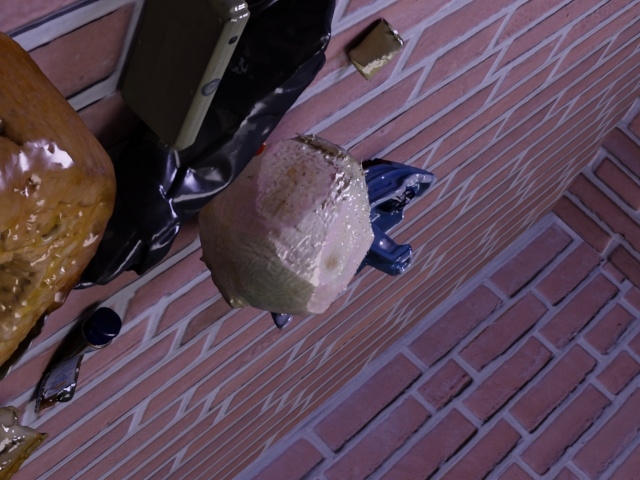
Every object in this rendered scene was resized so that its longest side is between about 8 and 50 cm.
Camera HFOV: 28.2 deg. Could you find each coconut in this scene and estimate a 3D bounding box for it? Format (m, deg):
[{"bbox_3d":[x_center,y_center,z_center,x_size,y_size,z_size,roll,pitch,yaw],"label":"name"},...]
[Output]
[{"bbox_3d":[-0.039,-0.008,1.336,0.194,0.194,0.194,-43,167,-13],"label":"coconut"}]

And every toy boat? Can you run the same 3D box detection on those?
[{"bbox_3d":[0.044,0.006,1.699,0.309,0.142,0.129,-43,157,-19],"label":"toy boat"}]

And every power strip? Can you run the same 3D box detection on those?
[{"bbox_3d":[-0.101,-0.143,0.942,0.028,0.076,0.169,-32,162,-40],"label":"power strip"}]

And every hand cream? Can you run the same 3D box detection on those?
[{"bbox_3d":[-0.261,0.128,1.372,0.062,0.039,0.163,-34,168,-50],"label":"hand cream"}]

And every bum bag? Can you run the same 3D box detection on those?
[{"bbox_3d":[-0.105,-0.083,1.059,0.340,0.095,0.144,-46,-163,6],"label":"bum bag"}]

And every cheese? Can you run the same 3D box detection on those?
[{"bbox_3d":[0.059,-0.204,1.348,0.060,0.041,0.084,-40,-177,6],"label":"cheese"}]

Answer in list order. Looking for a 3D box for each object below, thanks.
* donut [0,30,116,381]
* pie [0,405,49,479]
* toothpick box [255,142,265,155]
[{"bbox_3d":[-0.266,0.017,0.755,0.299,0.150,0.317,-42,167,-30],"label":"donut"},{"bbox_3d":[-0.403,0.277,1.289,0.282,0.068,0.128,-45,166,-2],"label":"pie"},{"bbox_3d":[-0.093,-0.085,1.213,0.083,0.047,0.047,-36,164,-38],"label":"toothpick box"}]
